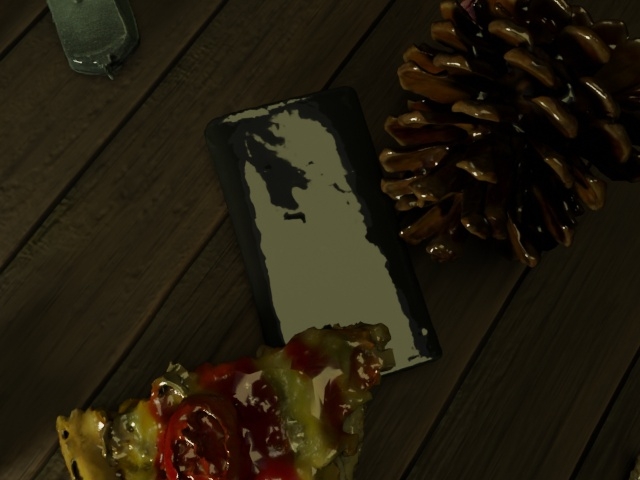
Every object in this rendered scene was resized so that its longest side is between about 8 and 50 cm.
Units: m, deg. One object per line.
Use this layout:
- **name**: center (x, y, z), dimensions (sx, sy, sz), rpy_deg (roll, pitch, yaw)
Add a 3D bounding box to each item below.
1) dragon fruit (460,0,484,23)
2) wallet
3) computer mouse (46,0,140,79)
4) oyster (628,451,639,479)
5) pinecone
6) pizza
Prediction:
- **dragon fruit**: center (0.261, -0.336, 1.219), dimensions (0.102, 0.096, 0.147), rpy_deg (-17, 121, -8)
- **wallet**: center (0.000, 0.000, 1.095), dimensions (0.228, 0.062, 0.406), rpy_deg (-15, 81, -9)
- **computer mouse**: center (-0.330, -0.333, 1.145), dimensions (0.113, 0.068, 0.229), rpy_deg (-20, 90, 5)
- **oyster**: center (0.533, 0.446, 1.051), dimensions (0.221, 0.096, 0.361), rpy_deg (-10, 79, -18)
- **pinecone**: center (0.234, -0.125, 1.045), dimensions (0.384, 0.384, 0.384), rpy_deg (2, 75, -8)
- **pizza**: center (-0.076, 0.233, 0.940), dimensions (0.440, 0.130, 0.406), rpy_deg (35, 79, 19)
